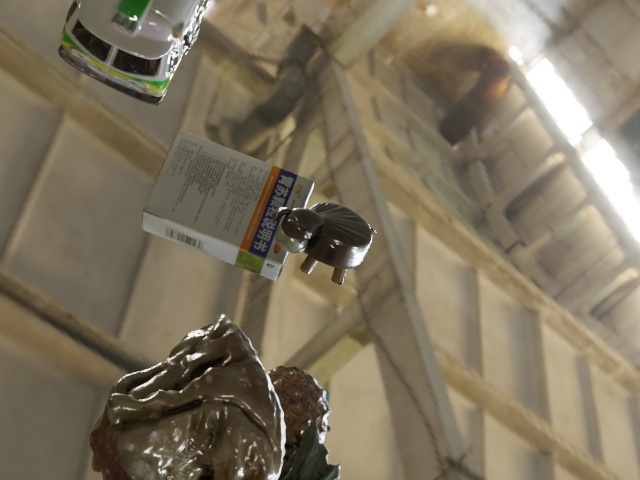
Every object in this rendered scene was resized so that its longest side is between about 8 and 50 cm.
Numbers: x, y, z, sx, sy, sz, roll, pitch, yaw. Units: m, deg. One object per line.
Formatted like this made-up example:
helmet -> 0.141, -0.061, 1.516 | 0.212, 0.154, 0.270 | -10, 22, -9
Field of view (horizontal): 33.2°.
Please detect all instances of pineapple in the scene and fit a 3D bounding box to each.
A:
pineapple -> -0.054, 0.346, 1.630 | 0.165, 0.165, 0.364 | 38, -159, -20

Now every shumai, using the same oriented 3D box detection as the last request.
shumai -> -0.148, 0.167, 1.113 | 0.185, 0.184, 0.218 | 23, -137, -42

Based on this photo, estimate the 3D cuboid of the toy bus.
toy bus -> -0.180, -0.327, 1.249 | 0.143, 0.305, 0.179 | 27, 173, -10

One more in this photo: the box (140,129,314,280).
box -> -0.187, -0.071, 2.165 | 0.299, 0.106, 0.200 | 21, -113, -3

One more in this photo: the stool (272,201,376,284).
stool -> 0.000, 0.000, 1.927 | 0.217, 0.121, 0.125 | 4, -141, -36

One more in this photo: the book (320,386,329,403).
book -> -0.030, 0.333, 2.192 | 0.135, 0.017, 0.103 | 34, -128, -44
